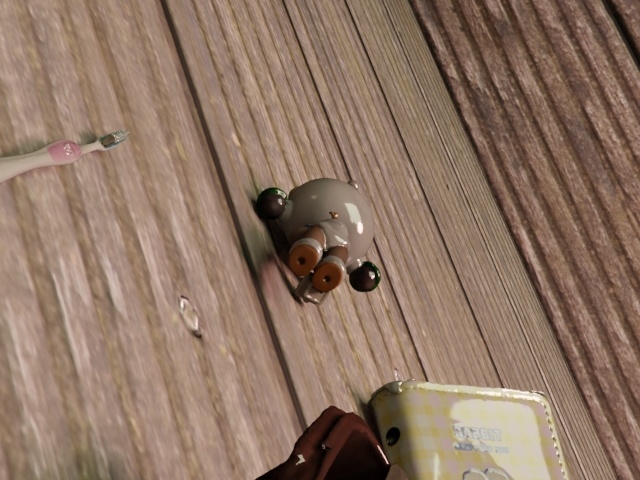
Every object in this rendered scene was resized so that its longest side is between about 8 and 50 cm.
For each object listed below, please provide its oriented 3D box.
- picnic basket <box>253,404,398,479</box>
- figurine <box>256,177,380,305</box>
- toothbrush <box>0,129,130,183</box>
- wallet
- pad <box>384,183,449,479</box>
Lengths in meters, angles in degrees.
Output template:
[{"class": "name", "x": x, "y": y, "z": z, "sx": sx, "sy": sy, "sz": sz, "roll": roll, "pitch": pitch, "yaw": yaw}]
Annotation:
[{"class": "picnic basket", "x": -0.016, "y": 0.232, "z": 0.561, "sx": 0.222, "sy": 0.129, "sz": 0.297, "roll": 64, "pitch": 16, "yaw": -6}, {"class": "figurine", "x": -0.001, "y": 0.001, "z": 1.080, "sx": 0.147, "sy": 0.093, "sz": 0.197, "roll": 39, "pitch": 27, "yaw": -7}, {"class": "toothbrush", "x": -0.172, "y": -0.054, "z": 0.722, "sx": 0.017, "sy": 0.022, "sz": 0.204, "roll": 60, "pitch": 18, "yaw": -3}, {"class": "wallet", "x": 0.171, "y": 0.286, "z": 1.070, "sx": 0.223, "sy": 0.077, "sz": 0.309, "roll": 13, "pitch": 46, "yaw": -32}, {"class": "pad", "x": 0.047, "y": 0.142, "z": 0.553, "sx": 0.250, "sy": 0.055, "sz": 0.323, "roll": -43, "pitch": 127, "yaw": -74}]
